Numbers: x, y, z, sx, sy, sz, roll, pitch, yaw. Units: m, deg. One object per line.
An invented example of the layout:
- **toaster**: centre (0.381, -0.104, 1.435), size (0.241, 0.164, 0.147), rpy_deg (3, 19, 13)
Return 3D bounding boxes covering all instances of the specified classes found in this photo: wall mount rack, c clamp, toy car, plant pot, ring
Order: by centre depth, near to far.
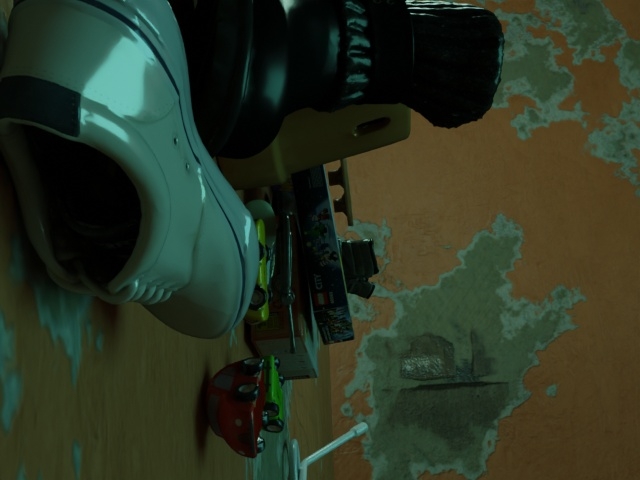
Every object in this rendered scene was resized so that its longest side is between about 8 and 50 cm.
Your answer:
- **toy car**: centre (-0.070, 0.126, 0.904), size (0.225, 0.053, 0.239), rpy_deg (83, 6, -55)
- **plant pot**: centre (-0.008, -0.205, 1.020), size (0.291, 0.203, 0.290), rpy_deg (-3, 90, -86)
- **c clamp**: centre (-0.042, 0.036, 1.022), size (0.160, 0.022, 0.137), rpy_deg (-114, -158, -78)
- **ring**: centre (0.016, -0.186, 1.390), size (0.336, 0.032, 0.336), rpy_deg (-7, 90, -89)
- **wall mount rack**: centre (0.022, 0.464, 1.518), size (0.304, 0.130, 0.350), rpy_deg (-82, 169, -74)

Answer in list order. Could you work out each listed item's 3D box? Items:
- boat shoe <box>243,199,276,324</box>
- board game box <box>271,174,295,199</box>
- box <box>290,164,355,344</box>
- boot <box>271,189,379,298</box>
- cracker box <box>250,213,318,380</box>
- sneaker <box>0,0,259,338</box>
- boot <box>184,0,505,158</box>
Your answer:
- **boat shoe**: centre (-0.072, 0.023, 1.014), size (0.043, 0.049, 0.137), rpy_deg (87, 3, -69)
- **board game box**: centre (-0.046, -0.205, 1.438), size (0.347, 0.078, 0.233), rpy_deg (76, 11, -75)
- **box**: centre (0.000, 0.000, 1.179), size (0.159, 0.044, 0.233), rpy_deg (78, 2, -69)
- **boot**: centre (0.008, 0.006, 1.450), size (0.246, 0.161, 0.083), rpy_deg (83, 5, -52)
- **cracker box**: centre (-0.047, 0.081, 1.201), size (0.232, 0.067, 0.155), rpy_deg (76, 9, -69)
- **sneaker**: centre (-0.095, -0.009, 0.444), size (0.258, 0.094, 0.091), rpy_deg (75, 30, -54)
- **boot**: centre (0.024, -0.140, 0.745), size (0.348, 0.260, 0.131), rpy_deg (-89, -160, -58)
